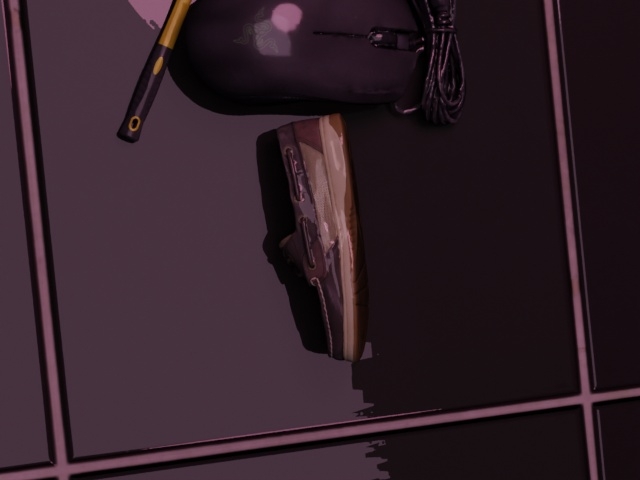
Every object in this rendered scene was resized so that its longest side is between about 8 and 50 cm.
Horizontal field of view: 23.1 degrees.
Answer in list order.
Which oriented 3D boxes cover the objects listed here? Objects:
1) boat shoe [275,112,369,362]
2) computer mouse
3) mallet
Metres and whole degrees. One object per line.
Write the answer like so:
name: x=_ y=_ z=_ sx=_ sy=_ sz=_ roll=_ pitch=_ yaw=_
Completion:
boat shoe: x=0.000 y=-0.001 z=1.405 sx=0.073 sy=0.080 sz=0.223 roll=-4 pitch=95 yaw=9
computer mouse: x=0.016 y=-0.188 z=1.387 sx=0.272 sy=0.072 sz=0.188 roll=-7 pitch=94 yaw=-24
mallet: x=-0.143 y=-0.183 z=1.387 sx=0.062 sy=0.039 sz=0.189 roll=30 pitch=87 yaw=-14
